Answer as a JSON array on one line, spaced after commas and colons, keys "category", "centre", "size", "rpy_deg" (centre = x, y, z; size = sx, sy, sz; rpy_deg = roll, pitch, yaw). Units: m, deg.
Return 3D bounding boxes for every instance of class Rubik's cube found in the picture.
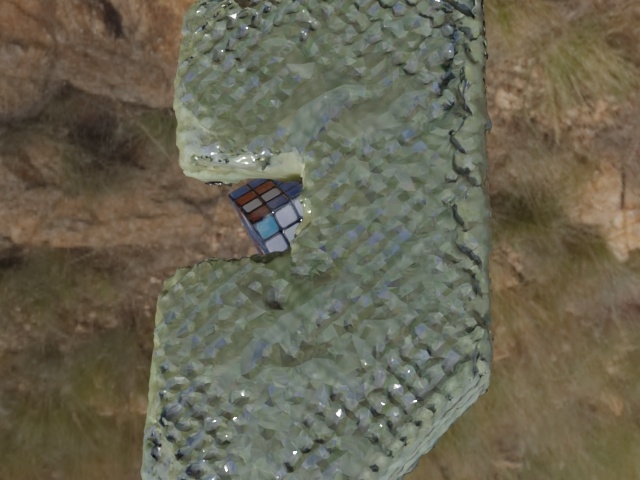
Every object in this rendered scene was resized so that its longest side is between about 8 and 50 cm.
[{"category": "Rubik's cube", "centre": [-0.028, -0.020, 0.858], "size": [0.092, 0.092, 0.092], "rpy_deg": [-31, 119, -8]}]

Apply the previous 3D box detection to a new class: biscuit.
[{"category": "biscuit", "centre": [0.000, 0.000, 0.355], "size": [0.147, 0.250, 0.046], "rpy_deg": [0, 164, 10]}]

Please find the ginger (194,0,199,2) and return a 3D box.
[{"category": "ginger", "centre": [-0.117, -0.245, 0.927], "size": [0.030, 0.097, 0.048], "rpy_deg": [-23, 157, 15]}]
